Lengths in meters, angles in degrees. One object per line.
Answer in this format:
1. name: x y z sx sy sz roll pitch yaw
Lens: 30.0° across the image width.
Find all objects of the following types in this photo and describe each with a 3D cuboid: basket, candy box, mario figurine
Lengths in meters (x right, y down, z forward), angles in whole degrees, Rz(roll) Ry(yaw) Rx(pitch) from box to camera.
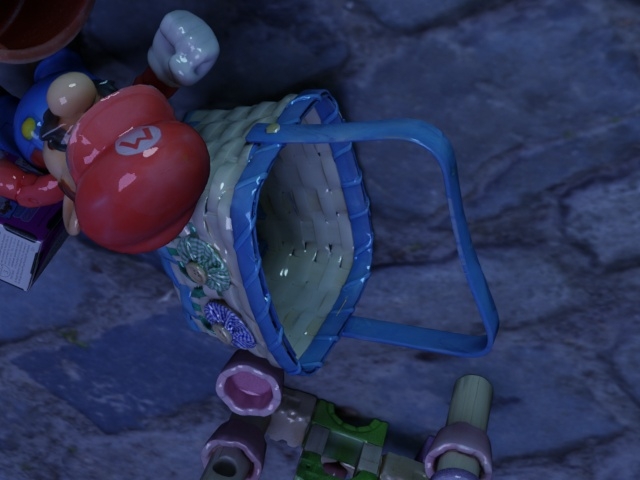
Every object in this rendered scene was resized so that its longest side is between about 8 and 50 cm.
1. basket: 0.000 0.000 1.042 0.289 0.201 0.255 0 132 25
2. candy box: -0.342 -0.065 1.123 0.233 0.159 0.071 25 126 -2
3. mario figurine: -0.203 -0.111 0.958 0.170 0.320 0.198 9 104 -38

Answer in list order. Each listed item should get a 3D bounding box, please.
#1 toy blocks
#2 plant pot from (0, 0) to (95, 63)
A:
1. toy blocks: 0.001 0.282 1.210 0.288 0.260 0.309 20 127 1
2. plant pot: -0.359 -0.254 0.944 0.265 0.272 0.272 -6 123 29
